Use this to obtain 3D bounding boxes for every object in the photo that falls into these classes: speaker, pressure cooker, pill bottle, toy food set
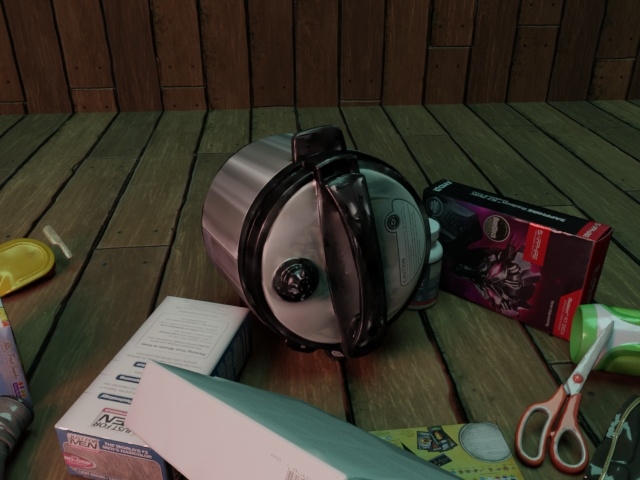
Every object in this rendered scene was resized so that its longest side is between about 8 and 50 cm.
[{"bbox_3d":[0.612,0.190,1.052,0.297,0.131,0.131,7,29,13],"label":"speaker"},{"bbox_3d":[-0.005,0.003,1.110,0.370,0.375,0.420,34,-1,-29],"label":"pressure cooker"},{"bbox_3d":[0.203,0.046,1.260,0.108,0.180,0.108,0,28,0],"label":"pill bottle"},{"bbox_3d":[-0.683,0.065,1.355,0.128,0.071,0.218,39,44,16],"label":"toy food set"}]

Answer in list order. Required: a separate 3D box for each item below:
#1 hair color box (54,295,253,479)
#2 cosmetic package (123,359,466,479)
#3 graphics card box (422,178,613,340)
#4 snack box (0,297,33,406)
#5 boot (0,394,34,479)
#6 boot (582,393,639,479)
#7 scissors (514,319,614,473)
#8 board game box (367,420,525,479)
[{"bbox_3d":[-0.252,0.237,0.985,0.174,0.105,0.347,7,29,13],"label":"hair color box"},{"bbox_3d":[-0.019,0.261,0.704,0.285,0.097,0.377,25,-10,-40],"label":"cosmetic package"},{"bbox_3d":[0.382,0.030,1.237,0.371,0.232,0.094,24,37,35],"label":"graphics card box"},{"bbox_3d":[-0.570,0.175,1.027,0.070,0.174,0.207,-18,34,-31],"label":"snack box"},{"bbox_3d":[-0.612,0.322,0.847,0.339,0.118,0.222,5,24,-14],"label":"boot"},{"bbox_3d":[0.479,0.330,0.864,0.137,0.076,0.198,26,50,31],"label":"boot"},{"bbox_3d":[0.400,0.234,0.960,0.109,0.021,0.297,17,58,21],"label":"scissors"},{"bbox_3d":[0.163,0.344,0.854,0.244,0.042,0.165,-3,28,-5],"label":"board game box"}]
